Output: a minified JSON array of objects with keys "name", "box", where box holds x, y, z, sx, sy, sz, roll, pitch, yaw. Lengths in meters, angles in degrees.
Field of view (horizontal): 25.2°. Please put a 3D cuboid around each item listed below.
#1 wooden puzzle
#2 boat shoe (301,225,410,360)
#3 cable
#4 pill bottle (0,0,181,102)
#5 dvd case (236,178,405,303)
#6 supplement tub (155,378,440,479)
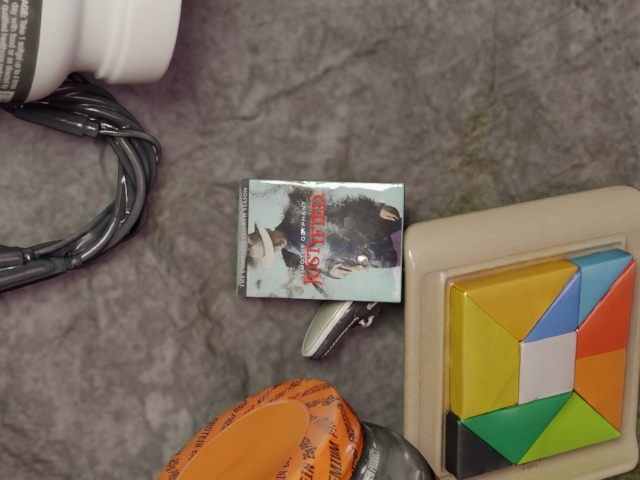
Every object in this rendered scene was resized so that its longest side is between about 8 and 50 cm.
[{"name":"wooden puzzle","box":[0.164,0.090,1.099,0.221,0.044,0.239,-11,108,-25]},{"name":"boat shoe","box":[0.032,0.041,1.063,0.038,0.046,0.125,38,76,-17]},{"name":"cable","box":[-0.198,-0.046,0.965,0.184,0.047,0.151,-18,99,-16]},{"name":"pill bottle","box":[-0.233,-0.164,0.863,0.278,0.162,0.162,0,99,-21]},{"name":"dvd case","box":[0.000,0.000,1.026,0.119,0.013,0.087,3,92,8]},{"name":"supplement tub","box":[0.034,0.275,1.014,0.207,0.207,0.338,-39,109,-11]}]
